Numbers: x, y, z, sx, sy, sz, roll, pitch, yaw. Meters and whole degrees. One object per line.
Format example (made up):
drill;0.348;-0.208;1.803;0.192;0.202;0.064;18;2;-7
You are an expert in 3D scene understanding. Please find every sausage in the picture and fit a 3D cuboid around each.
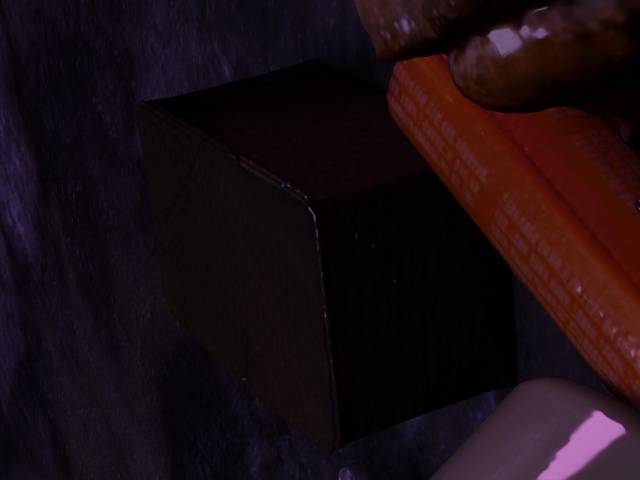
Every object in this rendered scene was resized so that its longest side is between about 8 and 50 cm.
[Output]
sausage;0.147;0.003;0.833;0.312;0.093;0.093;55;151;35

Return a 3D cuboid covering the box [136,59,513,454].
box;-0.002;0.001;1.102;0.273;0.143;0.184;33;134;56

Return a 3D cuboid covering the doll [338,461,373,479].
doll;0.063;0.344;1.247;0.160;0.094;0.365;19;123;65

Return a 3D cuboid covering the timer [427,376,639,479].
timer;0.077;0.267;0.793;0.291;0.315;0.291;52;165;19

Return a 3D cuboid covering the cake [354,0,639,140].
cake;0.103;-0.187;0.668;0.198;0.196;0.293;-18;88;65

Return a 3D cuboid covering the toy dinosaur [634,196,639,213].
toy dinosaur;0.209;-0.005;0.612;0.327;0.113;0.207;-93;13;-67
